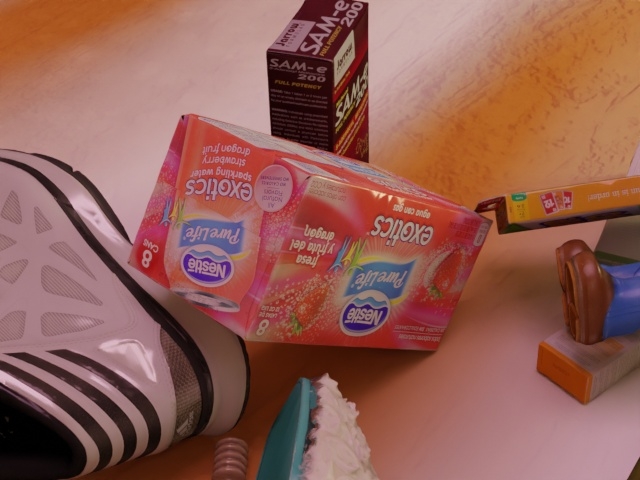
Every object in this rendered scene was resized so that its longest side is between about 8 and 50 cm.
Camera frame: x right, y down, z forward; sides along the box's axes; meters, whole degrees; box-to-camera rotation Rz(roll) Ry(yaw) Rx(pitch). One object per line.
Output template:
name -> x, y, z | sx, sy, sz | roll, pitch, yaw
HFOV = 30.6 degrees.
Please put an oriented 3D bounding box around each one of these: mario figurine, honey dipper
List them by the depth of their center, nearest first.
honey dipper -> -0.077, 0.231, 0.950 | 0.030, 0.030, 0.161 | -1, 41, 2
mario figurine -> 0.372, 0.000, 1.030 | 0.320, 0.170, 0.198 | -7, 43, 4

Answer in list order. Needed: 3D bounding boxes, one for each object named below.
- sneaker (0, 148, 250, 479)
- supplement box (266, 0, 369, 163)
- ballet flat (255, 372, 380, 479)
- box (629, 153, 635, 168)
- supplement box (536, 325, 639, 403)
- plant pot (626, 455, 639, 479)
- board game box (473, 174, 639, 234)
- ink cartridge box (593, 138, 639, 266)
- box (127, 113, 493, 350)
sneaker -> -0.295, 0.052, 1.029 | 0.447, 0.169, 0.257 | 31, 30, 33
supplement box -> 0.002, -0.117, 1.220 | 0.073, 0.239, 0.130 | 10, 40, 15
ballet flat -> -0.007, 0.280, 0.826 | 0.147, 0.147, 0.409 | 5, 41, 9
box -> 0.426, -0.063, 1.278 | 0.169, 0.054, 0.059 | 15, 41, 23
supplement box -> 0.257, 0.102, 1.088 | 0.098, 0.036, 0.062 | -27, 43, -28
plant pot -> 0.325, 0.181, 0.773 | 0.274, 0.293, 0.275 | -1, 38, 1
board game box -> 0.278, -0.039, 1.119 | 0.259, 0.039, 0.124 | -6, -5, 4
ink cartridge box -> 0.392, -0.029, 1.205 | 0.171, 0.056, 0.235 | 14, 50, 21
box -> 0.000, 0.000, 1.034 | 0.154, 0.142, 0.300 | 29, 11, 34
